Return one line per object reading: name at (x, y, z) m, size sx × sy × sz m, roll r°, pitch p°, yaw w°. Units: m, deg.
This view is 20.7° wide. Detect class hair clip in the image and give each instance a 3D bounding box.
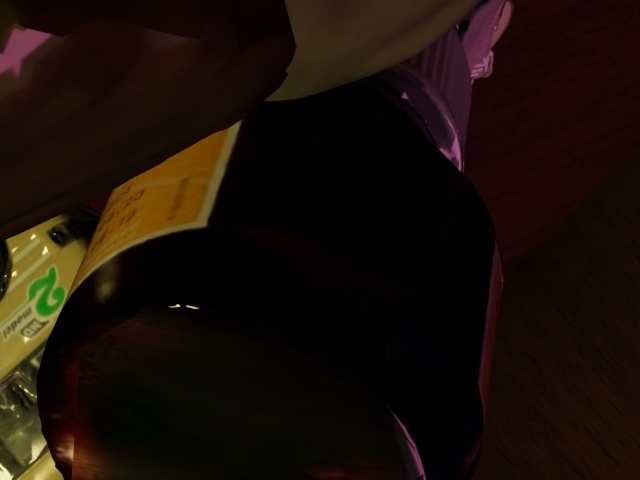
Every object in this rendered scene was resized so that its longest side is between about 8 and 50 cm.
hair clip at (0.114, -0.173, 1.435) m, size 0.159 × 0.071 × 0.218 m, roll -31°, pitch 160°, yaw -30°

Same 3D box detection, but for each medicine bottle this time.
medicine bottle at (0.000, 0.000, 1.035) m, size 0.242 × 0.242 × 0.395 m, roll -49°, pitch -169°, yaw 37°

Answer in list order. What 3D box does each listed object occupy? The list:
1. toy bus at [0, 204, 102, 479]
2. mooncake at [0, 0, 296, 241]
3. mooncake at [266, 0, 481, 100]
toy bus at (-0.246, 0.146, 1.141) m, size 0.365 × 0.202 × 0.177 m, roll -42°, pitch 167°, yaw 3°
mooncake at (-0.182, -0.063, 0.477) m, size 0.324 × 0.187 × 0.324 m, roll -26°, pitch -179°, yaw 0°
mooncake at (0.016, -0.192, 0.894) m, size 0.275 × 0.135 × 0.275 m, roll -36°, pitch 165°, yaw -11°
